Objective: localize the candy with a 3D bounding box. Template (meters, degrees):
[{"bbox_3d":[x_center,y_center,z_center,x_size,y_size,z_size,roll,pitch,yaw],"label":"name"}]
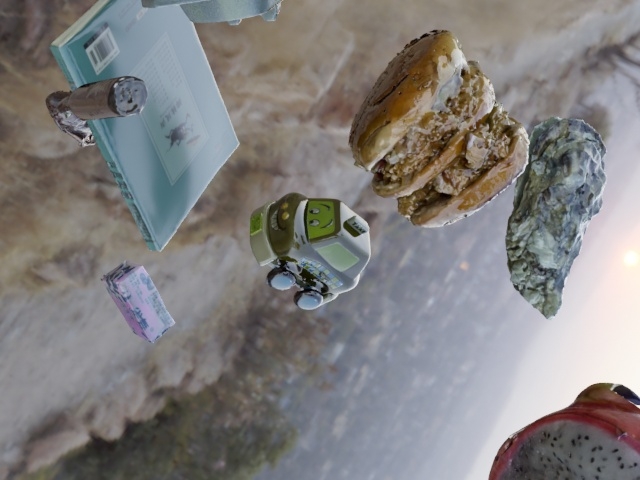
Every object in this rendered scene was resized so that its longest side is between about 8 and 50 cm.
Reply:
[{"bbox_3d":[-0.376,0.123,2.235,0.073,0.092,0.160,-37,118,-23],"label":"candy"}]

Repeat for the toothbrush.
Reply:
[{"bbox_3d":[-0.238,-0.144,1.131,0.041,0.041,0.364,-58,-158,-8],"label":"toothbrush"}]

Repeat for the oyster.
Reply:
[{"bbox_3d":[0.408,-0.038,1.890,0.158,0.162,0.350,-51,149,-87],"label":"oyster"}]

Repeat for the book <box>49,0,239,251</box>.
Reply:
[{"bbox_3d":[-0.239,-0.203,1.592,0.264,0.031,0.379,-57,144,-37],"label":"book"}]

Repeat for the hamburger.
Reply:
[{"bbox_3d":[0.159,-0.153,1.525,0.245,0.211,0.260,-26,-153,55],"label":"hamburger"}]

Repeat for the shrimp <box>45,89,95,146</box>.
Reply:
[{"bbox_3d":[-0.351,-0.180,1.605,0.074,0.073,0.190,-65,170,3],"label":"shrimp"}]

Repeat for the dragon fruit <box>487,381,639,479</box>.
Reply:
[{"bbox_3d":[0.362,0.315,1.300,0.189,0.290,0.290,-10,134,-44],"label":"dragon fruit"}]

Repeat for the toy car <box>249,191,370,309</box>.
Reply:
[{"bbox_3d":[0.000,0.000,2.161,0.198,0.248,0.204,-28,-137,29],"label":"toy car"}]

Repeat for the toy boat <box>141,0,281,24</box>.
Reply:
[{"bbox_3d":[-0.104,-0.287,1.229,0.319,0.141,0.092,-34,121,-61],"label":"toy boat"}]
